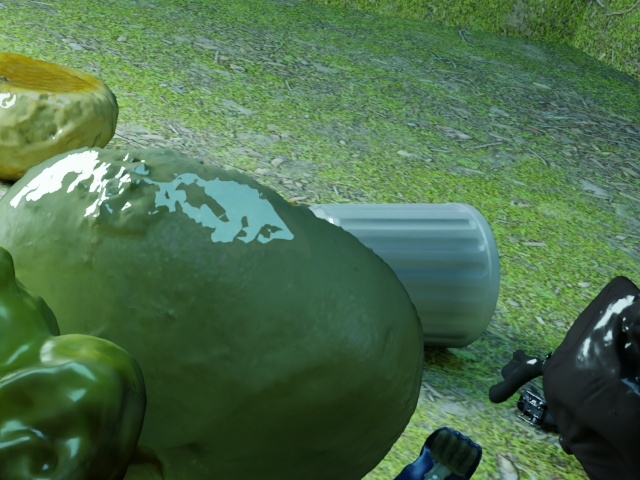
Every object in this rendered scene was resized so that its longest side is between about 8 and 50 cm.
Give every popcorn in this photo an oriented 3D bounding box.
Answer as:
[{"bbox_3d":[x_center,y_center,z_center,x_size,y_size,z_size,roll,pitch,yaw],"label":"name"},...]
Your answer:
[{"bbox_3d":[-0.278,0.135,1.008,0.312,0.312,0.312,15,19,-5],"label":"popcorn"}]

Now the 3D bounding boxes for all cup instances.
[{"bbox_3d":[0.061,0.038,1.803,0.202,0.167,0.221,2,-5,-30],"label":"cup"}]

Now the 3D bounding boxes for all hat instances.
[{"bbox_3d":[0.306,0.190,1.598,0.336,0.209,0.238,33,28,-57],"label":"hat"}]

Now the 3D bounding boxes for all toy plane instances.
[{"bbox_3d":[0.249,0.188,1.703,0.049,0.031,0.120,11,14,-42],"label":"toy plane"}]

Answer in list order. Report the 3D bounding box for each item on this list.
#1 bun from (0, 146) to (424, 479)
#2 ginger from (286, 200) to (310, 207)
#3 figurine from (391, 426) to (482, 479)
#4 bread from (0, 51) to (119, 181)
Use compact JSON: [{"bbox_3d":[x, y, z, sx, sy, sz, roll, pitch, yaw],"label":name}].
[{"bbox_3d":[-0.110,0.103,1.228,0.364,0.364,0.202,17,56,1],"label":"bun"},{"bbox_3d":[0.000,0.000,1.958,0.162,0.073,0.103,17,19,-2],"label":"ginger"},{"bbox_3d":[0.057,0.260,1.218,0.262,0.120,0.164,-22,80,-51],"label":"figurine"},{"bbox_3d":[-0.371,-0.149,1.986,0.244,0.134,0.244,12,19,-4],"label":"bread"}]
